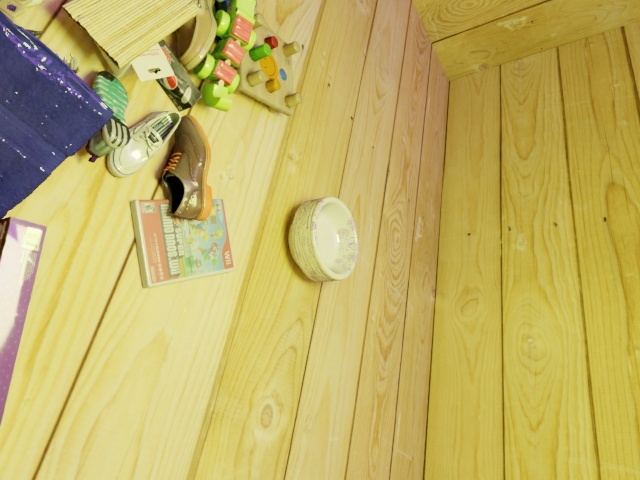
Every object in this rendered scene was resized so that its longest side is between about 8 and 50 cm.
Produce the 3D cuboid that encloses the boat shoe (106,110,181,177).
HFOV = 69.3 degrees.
[{"bbox_3d":[-0.405,-0.237,1.072,0.083,0.076,0.226,53,43,-37],"label":"boat shoe"}]

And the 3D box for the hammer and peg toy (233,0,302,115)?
[{"bbox_3d":[-0.167,-0.602,1.473,0.266,0.128,0.360,12,73,-56],"label":"hammer and peg toy"}]

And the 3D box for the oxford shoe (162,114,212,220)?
[{"bbox_3d":[-0.331,-0.184,1.130,0.098,0.097,0.271,2,75,-52],"label":"oxford shoe"}]

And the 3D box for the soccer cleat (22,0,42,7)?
[{"bbox_3d":[-0.597,-0.536,0.859,0.076,0.068,0.196,-57,132,-42],"label":"soccer cleat"}]

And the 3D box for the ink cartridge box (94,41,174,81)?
[{"bbox_3d":[-0.436,-0.444,1.050,0.198,0.067,0.115,60,37,-10],"label":"ink cartridge box"}]

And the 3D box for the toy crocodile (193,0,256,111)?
[{"bbox_3d":[-0.245,-0.513,1.250,0.115,0.105,0.340,24,81,-43],"label":"toy crocodile"}]

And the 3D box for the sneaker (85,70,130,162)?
[{"bbox_3d":[-0.472,-0.270,0.989,0.083,0.098,0.223,39,27,-51],"label":"sneaker"}]

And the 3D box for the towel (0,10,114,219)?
[{"bbox_3d":[-0.529,-0.186,0.743,0.308,0.076,0.227,-46,126,-5],"label":"towel"}]

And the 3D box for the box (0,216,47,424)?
[{"bbox_3d":[-0.521,0.121,0.695,0.057,0.201,0.293,27,60,-53],"label":"box"}]

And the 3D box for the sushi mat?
[{"bbox_3d":[-0.405,-0.517,1.035,0.151,0.019,0.316,46,49,-21],"label":"sushi mat"}]

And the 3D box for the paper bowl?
[{"bbox_3d":[0.000,0.000,1.573,0.284,0.148,0.284,17,69,-55],"label":"paper bowl"}]

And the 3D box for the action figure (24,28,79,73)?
[{"bbox_3d":[-0.527,-0.299,0.844,0.164,0.141,0.275,-48,125,-48],"label":"action figure"}]

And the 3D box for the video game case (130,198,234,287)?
[{"bbox_3d":[-0.336,-0.003,1.171,0.285,0.025,0.203,-9,90,-58],"label":"video game case"}]

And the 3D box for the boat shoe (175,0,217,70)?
[{"bbox_3d":[-0.349,-0.597,1.216,0.110,0.122,0.340,27,51,-47],"label":"boat shoe"}]

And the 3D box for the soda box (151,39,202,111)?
[{"bbox_3d":[-0.379,-0.417,1.175,0.168,0.053,0.060,56,40,-33],"label":"soda box"}]

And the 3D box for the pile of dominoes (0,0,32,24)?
[{"bbox_3d":[-0.593,-0.434,0.763,0.196,0.040,0.251,18,63,-14],"label":"pile of dominoes"}]

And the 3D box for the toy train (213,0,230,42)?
[{"bbox_3d":[-0.276,-0.664,1.341,0.080,0.105,0.184,0,83,-57],"label":"toy train"}]
